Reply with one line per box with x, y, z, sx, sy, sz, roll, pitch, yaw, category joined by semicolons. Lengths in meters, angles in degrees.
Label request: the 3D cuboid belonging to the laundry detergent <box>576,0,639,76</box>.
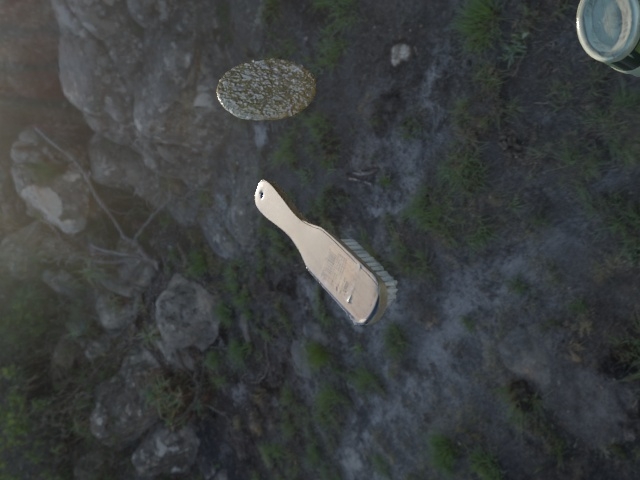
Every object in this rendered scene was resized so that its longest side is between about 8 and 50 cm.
0.421;-0.275;0.649;0.070;0.225;0.099;-22;79;44;laundry detergent

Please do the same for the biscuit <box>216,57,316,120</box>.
-0.063;-0.180;0.562;0.120;0.120;0.015;50;157;30;biscuit

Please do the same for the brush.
0.000;0.000;0.675;0.327;0.065;0.070;44;123;43;brush
